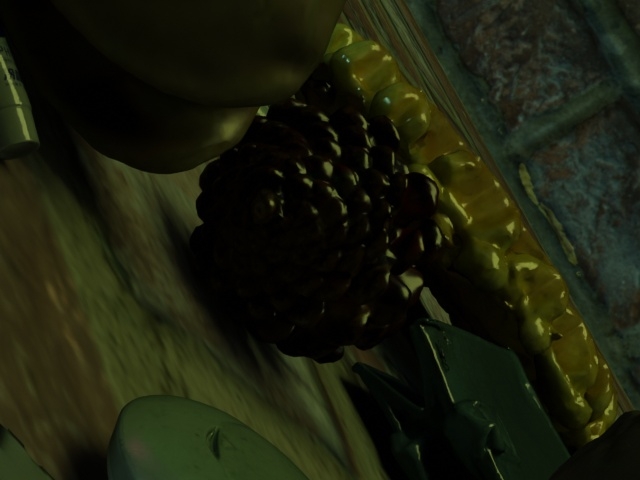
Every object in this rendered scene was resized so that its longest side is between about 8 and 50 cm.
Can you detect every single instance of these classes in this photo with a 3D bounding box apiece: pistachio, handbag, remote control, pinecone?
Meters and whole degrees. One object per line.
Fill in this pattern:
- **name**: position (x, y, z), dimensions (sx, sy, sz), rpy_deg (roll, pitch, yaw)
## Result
- **pistachio**: position (-0.061, -0.127, 0.588), dimensions (0.129, 0.131, 0.206), rpy_deg (130, -51, -61)
- **handbag**: position (0.101, 0.154, 0.827), dimensions (0.229, 0.062, 0.179), rpy_deg (62, 13, 19)
- **remote control**: position (0.021, 0.141, 0.489), dimensions (0.256, 0.045, 0.097), rpy_deg (57, 9, -24)
- **pinecone**: position (-0.004, 0.001, 0.685), dimensions (0.109, 0.102, 0.102), rpy_deg (98, -31, -59)

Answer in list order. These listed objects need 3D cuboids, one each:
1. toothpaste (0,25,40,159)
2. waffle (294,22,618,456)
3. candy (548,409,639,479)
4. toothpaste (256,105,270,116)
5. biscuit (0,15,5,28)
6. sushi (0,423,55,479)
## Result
- **toothpaste**: position (-0.104, -0.065, 0.536), dimensions (0.024, 0.015, 0.083), rpy_deg (44, 26, -73)
- **waffle**: position (0.082, 0.000, 1.060), dimensions (0.329, 0.062, 0.329), rpy_deg (53, -3, 3)
- **candy**: position (0.156, 0.168, 0.658), dimensions (0.185, 0.137, 0.195), rpy_deg (50, 35, -4)
- **toothpaste**: position (-0.050, -0.078, 0.863), dimensions (0.197, 0.029, 0.048), rpy_deg (52, 11, -19)
- **biscuit**: position (-0.124, -0.102, 0.580), dimensions (0.092, 0.016, 0.082), rpy_deg (56, 14, -56)
- **sushi**: position (-0.002, 0.180, 0.229), dimensions (0.339, 0.069, 0.320), rpy_deg (54, 2, -26)
